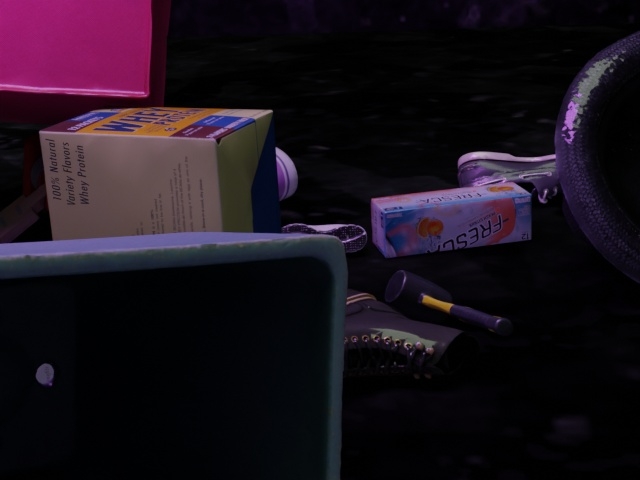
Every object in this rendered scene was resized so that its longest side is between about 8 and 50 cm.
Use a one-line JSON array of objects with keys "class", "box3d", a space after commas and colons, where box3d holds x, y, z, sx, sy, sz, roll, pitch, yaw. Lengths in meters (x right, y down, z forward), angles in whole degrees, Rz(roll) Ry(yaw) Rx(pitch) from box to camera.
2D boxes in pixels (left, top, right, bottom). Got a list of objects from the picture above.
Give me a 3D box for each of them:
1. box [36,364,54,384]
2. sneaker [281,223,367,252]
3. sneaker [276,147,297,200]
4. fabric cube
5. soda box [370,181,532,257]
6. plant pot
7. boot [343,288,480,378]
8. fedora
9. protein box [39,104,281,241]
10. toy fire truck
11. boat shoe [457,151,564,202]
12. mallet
[{"class": "box", "box3d": [-0.175, 0.085, 1.053, 0.170, 0.091, 0.130, -2, 19, 2]}, {"class": "sneaker", "box3d": [0.000, 0.000, 1.375, 0.109, 0.040, 0.044, 1, 2, 2]}, {"class": "sneaker", "box3d": [-0.185, -0.100, 1.594, 0.282, 0.102, 0.161, 15, 29, 42]}, {"class": "fabric cube", "box3d": [-0.310, -0.276, 1.372, 0.254, 0.259, 0.258, 4, -3, -4]}, {"class": "soda box", "box3d": [0.154, -0.025, 1.379, 0.183, 0.058, 0.063, -8, 19, -11]}, {"class": "plant pot", "box3d": [-0.158, 0.110, 0.718, 0.247, 0.248, 0.252, -4, 9, -37]}, {"class": "boot", "box3d": [0.038, 0.098, 1.020, 0.137, 0.077, 0.198, 15, 26, 31]}, {"class": "fedora", "box3d": [0.381, -0.068, 1.266, 0.333, 0.334, 0.152, -9, -14, -18]}, {"class": "protein box", "box3d": [-0.160, -0.029, 1.220, 0.201, 0.200, 0.136, 4, 19, 22]}, {"class": "toy fire truck", "box3d": [-0.331, -0.057, 1.458, 0.246, 0.159, 0.217, -3, 16, -33]}, {"class": "boat shoe", "box3d": [0.280, -0.070, 1.525, 0.206, 0.075, 0.065, 4, 62, 5]}, {"class": "mallet", "box3d": [0.129, 0.068, 1.081, 0.062, 0.039, 0.189, 26, -4, -29]}]
